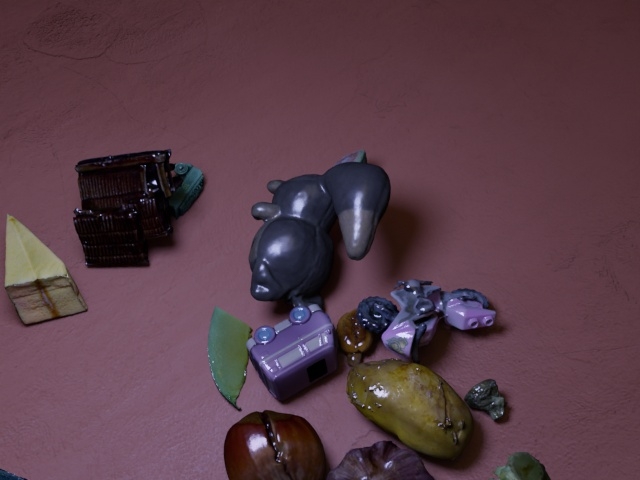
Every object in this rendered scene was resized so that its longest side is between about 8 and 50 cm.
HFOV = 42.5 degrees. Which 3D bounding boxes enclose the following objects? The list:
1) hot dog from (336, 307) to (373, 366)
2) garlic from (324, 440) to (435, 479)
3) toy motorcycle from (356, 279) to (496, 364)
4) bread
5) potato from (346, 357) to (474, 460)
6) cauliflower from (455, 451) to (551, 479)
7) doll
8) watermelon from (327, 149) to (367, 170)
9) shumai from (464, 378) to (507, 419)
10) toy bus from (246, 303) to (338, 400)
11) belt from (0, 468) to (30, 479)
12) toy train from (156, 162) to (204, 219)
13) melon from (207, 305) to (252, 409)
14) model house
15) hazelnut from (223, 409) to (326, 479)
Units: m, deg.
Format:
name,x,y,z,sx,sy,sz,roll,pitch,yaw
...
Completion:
name,x,y,z,sx,sy,sz,roll,pitch,yaw
hot dog,0.084,0.230,1.956,0.090,0.060,0.140,-13,48,0
garlic,0.118,0.519,1.680,0.245,0.160,0.245,-8,54,11
toy motorcycle,0.253,0.187,1.906,0.327,0.143,0.188,-5,35,-15
bread,-0.694,0.053,2.077,0.163,0.167,0.264,-11,53,-5
potato,0.195,0.355,1.803,0.300,0.140,0.173,29,64,20
cauliflower,0.364,0.530,1.588,0.272,0.250,0.275,27,16,13
doll,-0.027,-0.012,1.963,0.252,0.378,0.382,18,65,-26
watermelon,0.067,-0.175,2.225,0.180,0.081,0.094,-36,75,21
shumai,0.372,0.361,1.829,0.083,0.082,0.080,-36,57,8
toy bus,-0.053,0.257,1.897,0.202,0.142,0.142,-28,52,-14
belt,-0.584,0.563,1.679,0.267,0.206,0.116,21,62,11
toy train,-0.383,-0.139,2.252,0.099,0.070,0.172,26,60,9
melon,-0.214,0.283,1.960,0.114,0.053,0.261,3,57,-16
model house,-0.486,-0.078,2.133,0.317,0.297,0.282,-6,93,7
hazelnut,-0.094,0.458,1.728,0.212,0.181,0.181,-10,12,-15
